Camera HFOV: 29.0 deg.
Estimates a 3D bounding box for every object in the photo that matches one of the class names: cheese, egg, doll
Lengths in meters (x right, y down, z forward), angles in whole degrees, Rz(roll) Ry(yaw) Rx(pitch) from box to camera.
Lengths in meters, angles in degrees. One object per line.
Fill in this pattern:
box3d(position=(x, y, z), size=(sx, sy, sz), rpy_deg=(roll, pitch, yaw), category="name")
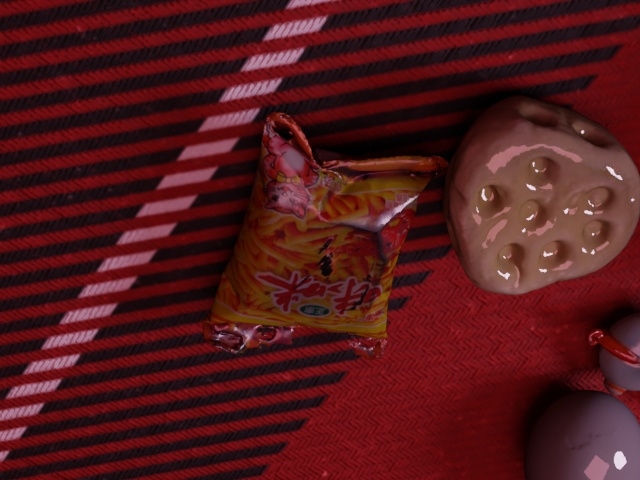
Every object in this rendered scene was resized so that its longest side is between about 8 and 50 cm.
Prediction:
box3d(position=(0.229, -0.045, 1.342), size=(0.235, 0.117, 0.218), rpy_deg=(37, 110, -27), category="cheese")
box3d(position=(0.320, 0.273, 1.500), size=(0.146, 0.146, 0.199), rpy_deg=(3, 123, -6), category="egg")
box3d(position=(0.418, 0.147, 1.485), size=(0.245, 0.076, 0.142), rpy_deg=(19, 112, -18), category="doll")

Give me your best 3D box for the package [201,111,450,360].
box3d(position=(0.006, 0.002, 1.362), size=(0.223, 0.108, 0.288), rpy_deg=(10, 120, -18), category="package")
